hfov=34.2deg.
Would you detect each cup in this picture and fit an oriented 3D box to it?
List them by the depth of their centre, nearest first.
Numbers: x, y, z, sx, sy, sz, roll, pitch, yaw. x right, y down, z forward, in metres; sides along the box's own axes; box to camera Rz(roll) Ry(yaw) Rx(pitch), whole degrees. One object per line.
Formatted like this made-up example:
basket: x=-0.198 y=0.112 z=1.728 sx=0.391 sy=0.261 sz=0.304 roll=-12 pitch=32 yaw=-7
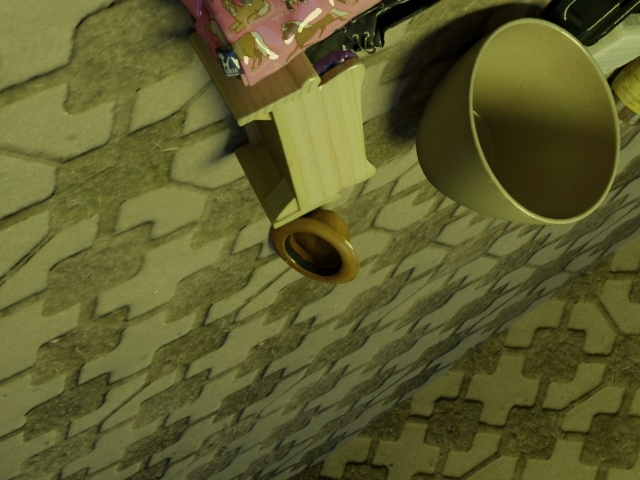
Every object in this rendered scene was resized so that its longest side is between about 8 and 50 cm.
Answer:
cup: x=0.296 y=-0.174 z=1.728 sx=0.331 sy=0.331 sz=0.237 roll=-16 pitch=-179 yaw=-34

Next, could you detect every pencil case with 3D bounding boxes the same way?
pencil case: x=0.027 y=-0.333 z=1.178 sx=0.386 sy=0.160 sz=0.167 roll=-31 pitch=-158 yaw=1

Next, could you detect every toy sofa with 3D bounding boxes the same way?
toy sofa: x=-0.041 y=-0.176 z=1.430 sx=0.177 sy=0.150 sz=0.362 roll=-28 pitch=158 yaw=-5

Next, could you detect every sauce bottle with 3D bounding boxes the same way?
sauce bottle: x=0.705 y=-0.373 z=2.036 sx=0.111 sy=0.111 sz=0.344 roll=-9 pitch=150 yaw=-43

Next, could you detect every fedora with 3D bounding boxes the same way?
fedora: x=0.000 y=0.000 z=1.925 sx=0.194 sy=0.194 sz=0.079 roll=109 pitch=8 yaw=-59

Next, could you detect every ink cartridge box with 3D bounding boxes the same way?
ink cartridge box: x=0.528 y=-0.355 z=1.956 sx=0.181 sy=0.056 sz=0.224 roll=-13 pitch=171 yaw=-38

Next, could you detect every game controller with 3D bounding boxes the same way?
game controller: x=0.516 y=-0.448 z=1.715 sx=0.166 sy=0.067 sz=0.319 roll=18 pitch=129 yaw=-44

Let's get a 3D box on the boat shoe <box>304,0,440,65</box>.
boat shoe: x=0.069 y=-0.295 z=1.416 sx=0.228 sy=0.076 sz=0.080 roll=-32 pitch=159 yaw=2
